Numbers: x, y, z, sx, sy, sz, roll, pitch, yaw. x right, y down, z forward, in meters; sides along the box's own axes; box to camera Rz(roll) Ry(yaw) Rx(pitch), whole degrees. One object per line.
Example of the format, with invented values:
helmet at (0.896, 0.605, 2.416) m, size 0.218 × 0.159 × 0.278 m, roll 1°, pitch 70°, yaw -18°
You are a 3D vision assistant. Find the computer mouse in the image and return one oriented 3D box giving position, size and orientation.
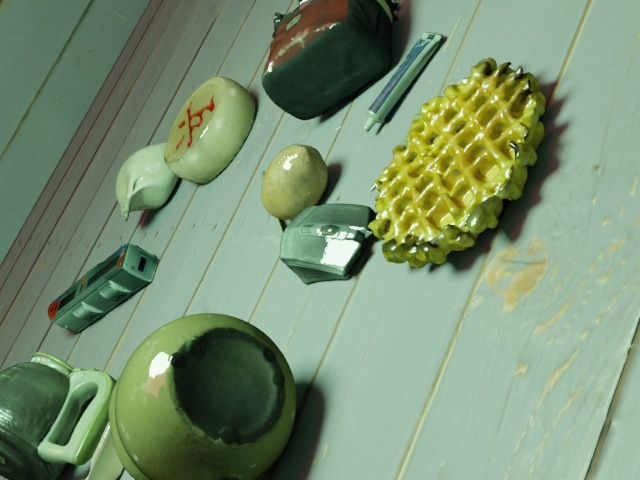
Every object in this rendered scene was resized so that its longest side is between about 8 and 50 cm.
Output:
computer mouse at (-0.001, -0.003, 1.462) m, size 0.231 × 0.071 × 0.126 m, roll -3°, pitch 58°, yaw 59°

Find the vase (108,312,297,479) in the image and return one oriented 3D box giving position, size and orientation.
vase at (-0.171, 0.281, 1.312) m, size 0.302 × 0.240 × 0.330 m, roll -41°, pitch 54°, yaw 55°

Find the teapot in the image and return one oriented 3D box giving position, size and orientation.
teapot at (-0.560, 0.333, 1.896) m, size 0.321 × 0.239 × 0.239 m, roll -32°, pitch 22°, yaw 51°

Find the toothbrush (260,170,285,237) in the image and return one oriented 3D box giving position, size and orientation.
toothbrush at (-0.082, -0.059, 1.723) m, size 0.028 × 0.026 × 0.294 m, roll -34°, pitch 30°, yaw 12°

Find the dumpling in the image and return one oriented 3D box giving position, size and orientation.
dumpling at (-0.416, -0.142, 2.310) m, size 0.252 × 0.131 × 0.179 m, roll -61°, pitch 1°, yaw -34°

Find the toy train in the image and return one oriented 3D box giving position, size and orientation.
toy train at (-0.521, 0.127, 2.220) m, size 0.409 × 0.086 × 0.089 m, roll -32°, pitch 37°, yaw 42°

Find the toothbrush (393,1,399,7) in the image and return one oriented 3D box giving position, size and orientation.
toothbrush at (0.051, -0.462, 1.938) m, size 0.413 × 0.035 × 0.042 m, roll 15°, pitch 94°, yaw 64°

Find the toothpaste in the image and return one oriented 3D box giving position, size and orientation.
toothpaste at (0.130, -0.260, 1.565) m, size 0.197 × 0.034 × 0.057 m, roll -54°, pitch 31°, yaw -1°

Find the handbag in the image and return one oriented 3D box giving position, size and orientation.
handbag at (0.009, -0.357, 1.726) m, size 0.254 × 0.181 × 0.181 m, roll -32°, pitch 37°, yaw 37°

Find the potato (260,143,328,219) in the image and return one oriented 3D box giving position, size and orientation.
potato at (-0.045, -0.102, 1.621) m, size 0.147 × 0.112 × 0.112 m, roll -49°, pitch 26°, yaw 32°

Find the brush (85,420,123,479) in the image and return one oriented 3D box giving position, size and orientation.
brush at (-0.386, 0.409, 1.695) m, size 0.050 × 0.060 × 0.321 m, roll -31°, pitch 33°, yaw 64°

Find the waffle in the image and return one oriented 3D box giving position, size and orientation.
waffle at (0.176, -0.095, 1.262) m, size 0.329 × 0.062 × 0.329 m, roll -39°, pitch 32°, yaw 31°

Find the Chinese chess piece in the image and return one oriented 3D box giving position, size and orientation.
Chinese chess piece at (-0.249, -0.247, 2.148) m, size 0.249 × 0.103 × 0.250 m, roll -39°, pitch 33°, yaw 32°
